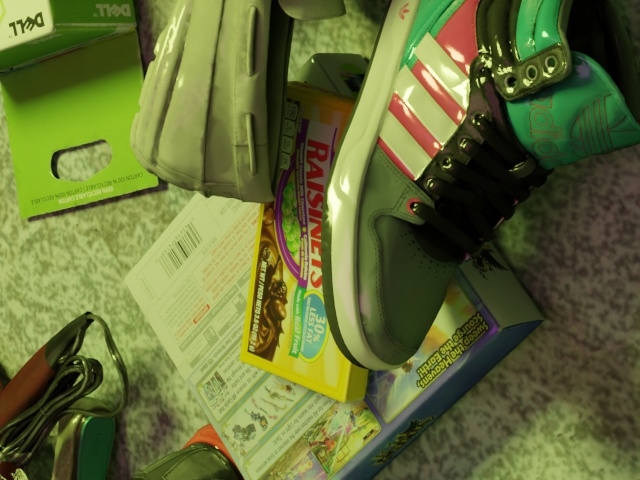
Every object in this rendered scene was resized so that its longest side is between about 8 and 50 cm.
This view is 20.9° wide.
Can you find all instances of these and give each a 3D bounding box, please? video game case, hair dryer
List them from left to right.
[{"bbox_3d":[-0.251,0.149,1.467,0.293,0.080,0.223,23,90,50],"label":"hair dryer"},{"bbox_3d":[0.000,0.042,1.268,0.269,0.061,0.244,-47,65,34],"label":"video game case"}]

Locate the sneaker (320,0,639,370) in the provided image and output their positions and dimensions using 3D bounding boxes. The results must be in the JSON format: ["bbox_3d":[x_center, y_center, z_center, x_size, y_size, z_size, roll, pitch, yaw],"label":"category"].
[{"bbox_3d":[0.117,-0.055,1.085,0.178,0.124,0.295,4,74,39],"label":"sneaker"}]

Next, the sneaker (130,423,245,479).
[{"bbox_3d":[-0.111,0.282,1.348,0.098,0.135,0.276,15,107,36],"label":"sneaker"}]

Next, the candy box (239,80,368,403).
[{"bbox_3d":[0.000,0.000,1.204,0.105,0.027,0.205,18,106,36],"label":"candy box"}]

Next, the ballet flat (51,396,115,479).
[{"bbox_3d":[-0.208,0.213,1.478,0.052,0.057,0.168,18,98,48],"label":"ballet flat"}]

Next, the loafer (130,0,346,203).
[{"bbox_3d":[-0.032,-0.178,1.142,0.112,0.112,0.319,20,111,7],"label":"loafer"}]

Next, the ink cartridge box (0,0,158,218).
[{"bbox_3d":[-0.242,-0.153,1.425,0.189,0.097,0.255,-11,88,41],"label":"ink cartridge box"}]
